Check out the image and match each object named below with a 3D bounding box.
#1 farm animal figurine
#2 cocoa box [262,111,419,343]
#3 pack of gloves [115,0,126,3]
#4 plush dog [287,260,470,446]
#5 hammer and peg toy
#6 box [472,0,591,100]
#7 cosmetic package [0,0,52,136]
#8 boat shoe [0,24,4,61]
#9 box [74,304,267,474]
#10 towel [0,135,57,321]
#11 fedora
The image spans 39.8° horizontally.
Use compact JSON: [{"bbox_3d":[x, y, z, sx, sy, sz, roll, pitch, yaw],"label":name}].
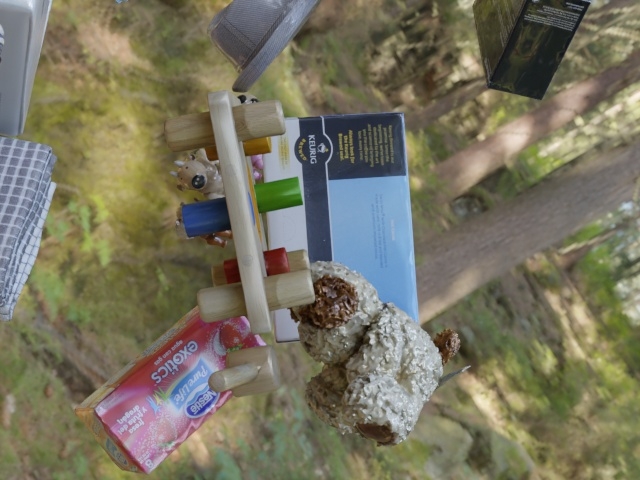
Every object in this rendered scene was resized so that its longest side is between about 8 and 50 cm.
[{"bbox_3d":[-0.241,-0.163,1.971,0.172,0.330,0.326,24,-7,-17],"label":"farm animal figurine"},{"bbox_3d":[0.028,-0.017,1.452,0.231,0.227,0.347,120,-34,-87],"label":"cocoa box"},{"bbox_3d":[-0.347,-0.582,1.964,0.232,0.195,0.046,-72,147,-68],"label":"pack of gloves"},{"bbox_3d":[0.050,0.121,1.165,0.225,0.210,0.262,50,-15,-7],"label":"plush dog"},{"bbox_3d":[-0.074,0.014,1.010,0.266,0.127,0.362,-109,-171,-84],"label":"hammer and peg toy"},{"bbox_3d":[0.331,-0.381,1.428,0.261,0.103,0.184,-87,-166,-46],"label":"box"},{"bbox_3d":[-0.590,-0.402,1.266,0.327,0.393,0.330,130,-32,-58],"label":"cosmetic package"},{"bbox_3d":[-0.396,-0.054,0.809,0.158,0.340,0.127,53,4,-6],"label":"boat shoe"},{"bbox_3d":[-0.210,0.206,1.282,0.123,0.257,0.128,54,-29,-9],"label":"box"},{"bbox_3d":[-0.529,-0.040,1.290,0.121,0.234,0.284,99,-2,-61],"label":"towel"},{"bbox_3d":[-0.097,-0.372,1.465,0.124,0.244,0.275,38,40,-9],"label":"fedora"}]
